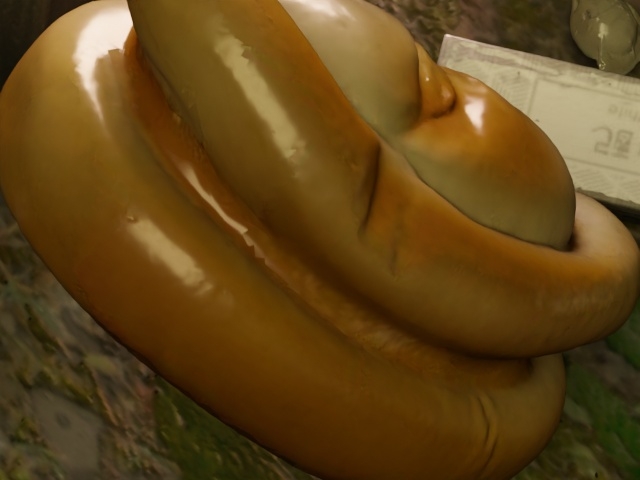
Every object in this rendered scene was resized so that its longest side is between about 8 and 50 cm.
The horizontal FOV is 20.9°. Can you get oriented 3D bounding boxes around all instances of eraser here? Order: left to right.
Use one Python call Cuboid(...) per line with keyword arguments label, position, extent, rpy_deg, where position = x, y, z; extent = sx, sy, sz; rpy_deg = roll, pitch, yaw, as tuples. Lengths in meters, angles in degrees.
Cuboid(label="eraser", position=(0.273, -0.050, 1.230), extent=(0.404, 0.098, 0.096), rpy_deg=(15, 87, 7))

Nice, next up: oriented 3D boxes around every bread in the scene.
Cuboid(label="bread", position=(0.005, -0.022, 1.106), extent=(0.424, 0.329, 0.245), rpy_deg=(32, 100, -26))

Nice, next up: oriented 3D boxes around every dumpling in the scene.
Cuboid(label="dumpling", position=(0.214, -0.157, 1.275), extent=(0.059, 0.077, 0.043), rpy_deg=(6, 126, -27))

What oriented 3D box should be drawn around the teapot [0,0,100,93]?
Cuboid(label="teapot", position=(-0.295, -0.239, 1.243), extent=(0.344, 0.253, 0.300), rpy_deg=(19, 59, 12))
